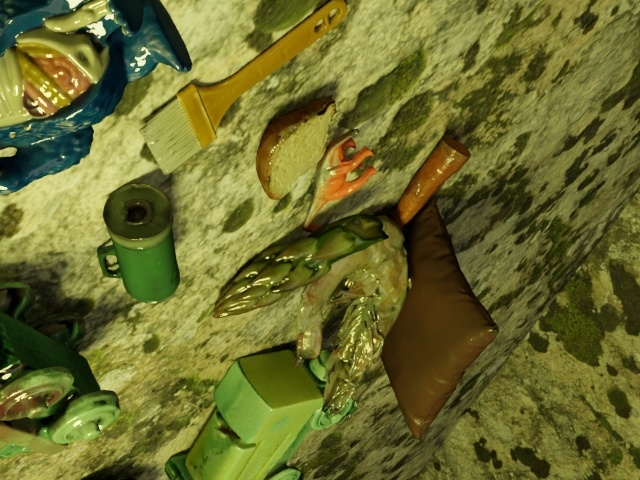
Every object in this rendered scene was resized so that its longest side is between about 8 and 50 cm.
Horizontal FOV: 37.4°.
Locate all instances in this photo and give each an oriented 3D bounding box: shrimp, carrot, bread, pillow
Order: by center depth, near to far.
[{"bbox_3d":[-0.034,-0.116,1.159,0.126,0.044,0.129,-39,156,-28],"label":"bread"},{"bbox_3d":[0.042,0.128,1.543,0.247,0.085,0.360,-4,115,-47],"label":"shrimp"},{"bbox_3d":[0.161,-0.075,1.548,0.057,0.057,0.224,-13,146,-50],"label":"carrot"},{"bbox_3d":[0.179,0.138,1.654,0.108,0.307,0.305,3,135,-25],"label":"pillow"}]

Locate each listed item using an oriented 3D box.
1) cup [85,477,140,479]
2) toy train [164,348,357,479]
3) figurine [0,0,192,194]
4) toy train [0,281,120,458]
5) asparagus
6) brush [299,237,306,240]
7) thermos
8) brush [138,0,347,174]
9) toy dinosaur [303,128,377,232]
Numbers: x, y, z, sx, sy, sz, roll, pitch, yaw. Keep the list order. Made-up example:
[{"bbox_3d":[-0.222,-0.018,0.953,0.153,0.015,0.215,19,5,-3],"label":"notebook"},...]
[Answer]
[{"bbox_3d":[-0.401,0.560,1.562,0.242,0.307,0.292,-13,162,12],"label":"cup"},{"bbox_3d":[-0.112,0.348,1.718,0.253,0.160,0.397,-4,136,-47],"label":"toy train"},{"bbox_3d":[-0.236,-0.125,0.732,0.262,0.120,0.164,-23,149,-3],"label":"figurine"},{"bbox_3d":[-0.357,0.170,1.021,0.222,0.150,0.304,-31,158,-2],"label":"toy train"},{"bbox_3d":[-0.033,0.032,1.365,0.287,0.080,0.080,-30,156,-7],"label":"asparagus"},{"bbox_3d":[0.000,0.000,1.456,0.164,0.014,0.051,-27,154,-35],"label":"brush"},{"bbox_3d":[-0.202,0.019,1.078,0.083,0.073,0.187,-35,157,-22],"label":"thermos"},{"bbox_3d":[-0.075,-0.176,1.019,0.272,0.013,0.103,-39,158,-10],"label":"brush"},{"bbox_3d":[0.023,-0.084,1.299,0.101,0.055,0.279,-26,155,-14],"label":"toy dinosaur"}]
